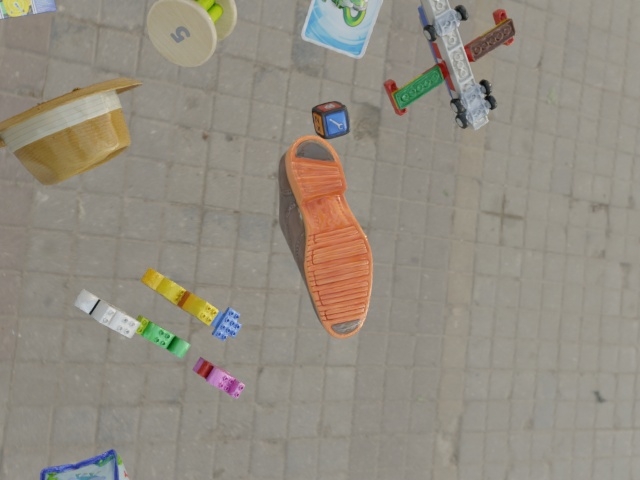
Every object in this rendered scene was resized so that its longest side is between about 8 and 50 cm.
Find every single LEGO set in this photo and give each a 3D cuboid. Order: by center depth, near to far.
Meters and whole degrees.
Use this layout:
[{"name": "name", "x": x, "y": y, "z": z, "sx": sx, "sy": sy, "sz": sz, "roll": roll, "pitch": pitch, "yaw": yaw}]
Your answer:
[{"name": "LEGO set", "x": 0.075, "y": -0.182, "z": 0.472, "sx": 0.182, "sy": 0.060, "sz": 0.244, "roll": 11, "pitch": 107, "yaw": -28}, {"name": "LEGO set", "x": -0.145, "y": 0.099, "z": 0.731, "sx": 0.227, "sy": 0.093, "sz": 0.087, "roll": 41, "pitch": 75, "yaw": -40}]

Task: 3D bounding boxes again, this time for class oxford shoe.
[{"name": "oxford shoe", "x": 0.000, "y": 0.000, "z": 1.195, "sx": 0.130, "sy": 0.133, "sz": 0.364, "roll": -5, "pitch": 80, "yaw": -27}]

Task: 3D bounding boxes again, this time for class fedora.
[{"name": "fedora", "x": -0.274, "y": -0.113, "z": 0.720, "sx": 0.194, "sy": 0.194, "sz": 0.079, "roll": -29, "pitch": 104, "yaw": -24}]

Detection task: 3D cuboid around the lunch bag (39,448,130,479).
[{"name": "lunch bag", "x": -0.207, "y": 0.299, "z": 0.612, "sx": 0.096, "sy": 0.151, "sz": 0.129, "roll": -14, "pitch": 124, "yaw": -7}]

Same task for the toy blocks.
[{"name": "toy blocks", "x": -0.072, "y": -0.216, "z": 0.499, "sx": 0.054, "sy": 0.123, "sz": 0.148, "roll": 24, "pitch": 41, "yaw": -3}]

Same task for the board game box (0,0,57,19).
[{"name": "board game box", "x": -0.437, "y": -0.345, "z": 0.818, "sx": 0.201, "sy": 0.035, "sz": 0.136, "roll": -39, "pitch": 129, "yaw": -52}]
